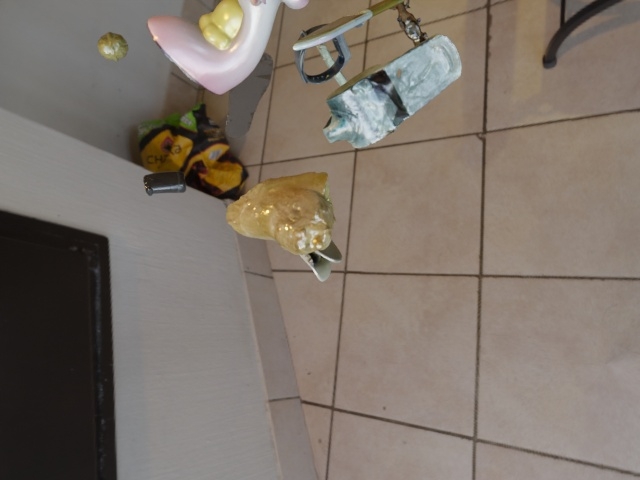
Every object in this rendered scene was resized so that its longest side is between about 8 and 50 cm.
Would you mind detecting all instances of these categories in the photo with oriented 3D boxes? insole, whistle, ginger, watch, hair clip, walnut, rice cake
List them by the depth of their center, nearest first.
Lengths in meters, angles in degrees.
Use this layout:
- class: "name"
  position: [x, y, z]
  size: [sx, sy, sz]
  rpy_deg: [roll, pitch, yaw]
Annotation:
- class: "ginger"
  position: [-0.068, -0.026, 0.751]
  size: [0.193, 0.115, 0.122]
  rpy_deg: [-12, 45, 8]
- class: "whistle"
  position: [0.192, -0.413, 1.238]
  size: [0.405, 0.168, 0.188]
  rpy_deg: [-23, 25, 31]
- class: "insole"
  position: [-0.216, -0.408, 1.267]
  size: [0.327, 0.111, 0.007]
  rpy_deg: [-54, 49, 52]
- class: "walnut"
  position: [-0.622, -0.582, 1.318]
  size: [0.092, 0.092, 0.092]
  rpy_deg: [-10, 72, 31]
- class: "watch"
  position: [-0.001, -0.636, 1.501]
  size: [0.193, 0.206, 0.068]
  rpy_deg: [-30, 61, 9]
- class: "hair clip"
  position: [-0.016, 0.003, 1.609]
  size: [0.113, 0.173, 0.282]
  rpy_deg: [-34, 80, 35]
- class: "rice cake"
  position: [0.044, -0.685, 1.699]
  size: [0.038, 0.211, 0.124]
  rpy_deg: [-31, 39, 13]

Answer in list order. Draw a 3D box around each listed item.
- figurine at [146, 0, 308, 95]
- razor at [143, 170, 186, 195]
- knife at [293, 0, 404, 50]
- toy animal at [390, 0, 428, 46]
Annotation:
- class: "figurine"
  position: [-0.177, -0.477, 0.803]
  size: [0.316, 0.206, 0.284]
  rpy_deg: [-31, 93, 23]
- class: "razor"
  position: [-0.581, -0.216, 1.636]
  size: [0.054, 0.148, 0.090]
  rpy_deg: [116, 141, -53]
- class: "knife"
  position: [0.064, -0.425, 0.850]
  size: [0.061, 0.027, 0.343]
  rpy_deg: [15, 44, 36]
- class: "toy animal"
  position: [0.305, -0.753, 1.525]
  size: [0.087, 0.243, 0.260]
  rpy_deg: [-23, 26, 18]
